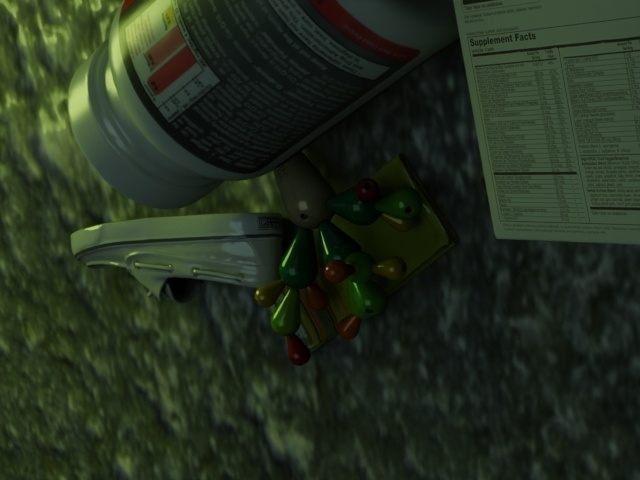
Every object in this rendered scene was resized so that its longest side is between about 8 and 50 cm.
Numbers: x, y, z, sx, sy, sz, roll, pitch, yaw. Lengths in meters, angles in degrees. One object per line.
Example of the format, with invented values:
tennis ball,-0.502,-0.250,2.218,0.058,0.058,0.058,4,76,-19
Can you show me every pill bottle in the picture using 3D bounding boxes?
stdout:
pill bottle,-0.055,-0.179,1.293,0.363,0.210,0.210,-33,84,40

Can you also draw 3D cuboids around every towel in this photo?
towel,0.026,0.020,1.423,0.237,0.021,0.102,-39,81,39

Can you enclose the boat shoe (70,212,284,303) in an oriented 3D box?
boat shoe,-0.148,0.021,1.510,0.267,0.096,0.088,-4,87,31

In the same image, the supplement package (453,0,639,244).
supplement package,0.237,-0.148,1.055,0.198,0.199,0.263,3,107,54

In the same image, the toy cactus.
toy cactus,0.000,0.000,1.374,0.180,0.112,0.219,61,139,24
